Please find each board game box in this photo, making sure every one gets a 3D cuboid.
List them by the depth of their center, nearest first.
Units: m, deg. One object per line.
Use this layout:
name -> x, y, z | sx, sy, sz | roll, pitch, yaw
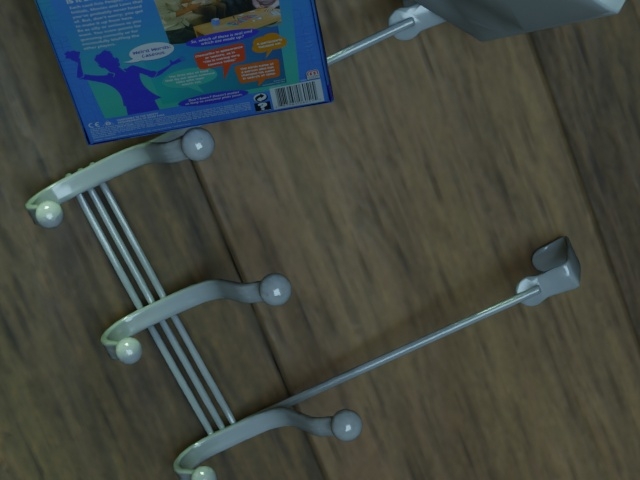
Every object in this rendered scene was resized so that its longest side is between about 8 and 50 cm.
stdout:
board game box -> -0.084, -0.146, 1.140 | 0.160, 0.047, 0.210 | -10, 147, 1

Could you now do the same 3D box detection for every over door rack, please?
over door rack -> 0.000, 0.000, 1.300 | 0.324, 0.108, 0.239 | -28, 109, -4

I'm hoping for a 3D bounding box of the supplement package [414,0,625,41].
supplement package -> 0.114, -0.288, 1.176 | 0.199, 0.198, 0.262 | 29, 82, -17
